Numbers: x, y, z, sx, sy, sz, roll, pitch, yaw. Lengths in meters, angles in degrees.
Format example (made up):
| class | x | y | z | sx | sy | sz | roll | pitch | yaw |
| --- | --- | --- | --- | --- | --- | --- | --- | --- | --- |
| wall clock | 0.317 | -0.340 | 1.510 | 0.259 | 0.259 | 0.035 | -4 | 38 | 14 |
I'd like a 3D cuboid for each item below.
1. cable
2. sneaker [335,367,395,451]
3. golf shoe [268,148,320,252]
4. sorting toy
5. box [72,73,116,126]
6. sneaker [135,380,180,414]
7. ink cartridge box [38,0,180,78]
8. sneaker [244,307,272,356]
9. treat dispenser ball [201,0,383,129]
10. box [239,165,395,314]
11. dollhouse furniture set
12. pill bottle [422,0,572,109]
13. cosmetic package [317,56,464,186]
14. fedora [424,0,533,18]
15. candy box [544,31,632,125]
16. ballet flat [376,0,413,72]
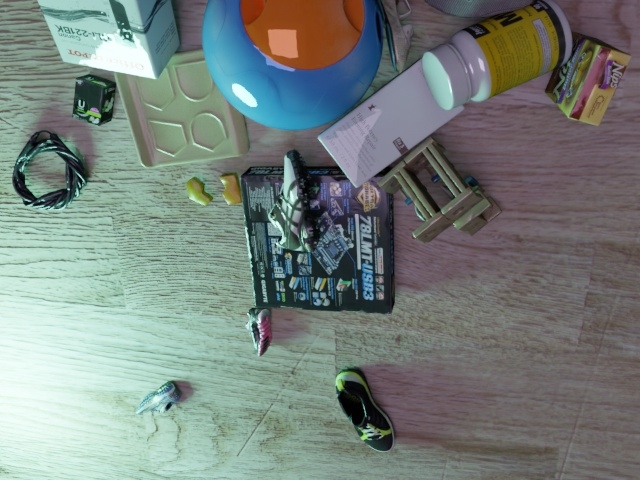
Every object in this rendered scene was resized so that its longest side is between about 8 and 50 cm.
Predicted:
| class | x | y | z | sx | sy | sz | roll | pitch | yaw |
| --- | --- | --- | --- | --- | --- | --- | --- | --- | --- |
| cable | -0.588 | -0.138 | 1.359 | 0.150 | 0.047 | 0.184 | 40 | 113 | -11 |
| sneaker | 0.089 | 0.396 | 1.401 | 0.084 | 0.097 | 0.234 | -24 | 106 | 22 |
| golf shoe | -0.059 | -0.069 | 1.169 | 0.094 | 0.077 | 0.198 | -3 | 110 | 15 |
| sorting toy | -0.258 | -0.214 | 1.251 | 0.229 | 0.041 | 0.307 | -7 | 112 | 11 |
| box | -0.451 | -0.281 | 1.255 | 0.062 | 0.052 | 0.083 | 19 | 115 | 3 |
| sneaker | -0.398 | 0.403 | 1.545 | 0.135 | 0.052 | 0.058 | -34 | 106 | 24 |
| ink cartridge box | -0.371 | -0.426 | 1.069 | 0.197 | 0.114 | 0.273 | 13 | 147 | 9 |
| sneaker | -0.142 | 0.202 | 1.405 | 0.057 | 0.047 | 0.119 | 13 | 113 | 24 |
| treat dispenser ball | -0.043 | -0.322 | 1.011 | 0.288 | 0.288 | 0.288 | 5 | 114 | 11 |
| box | 0.000 | 0.000 | 1.262 | 0.293 | 0.073 | 0.295 | 0 | 112 | 12 |
| dollhouse furniture set | 0.218 | -0.076 | 1.142 | 0.129 | 0.184 | 0.129 | -40 | 64 | 19 |
| pill bottle | 0.277 | -0.293 | 1.002 | 0.208 | 0.119 | 0.119 | -25 | 107 | -5 |
| cosmetic package | 0.120 | -0.207 | 1.102 | 0.231 | 0.085 | 0.117 | -37 | 99 | 8 |
| fedora | 0.247 | -0.425 | 0.957 | 0.275 | 0.243 | 0.124 | 11 | 145 | 15 |
| candy box | 0.413 | -0.258 | 0.987 | 0.053 | 0.186 | 0.109 | 17 | 115 | 2 |
| ballet flat | 0.130 | -0.364 | 1.050 | 0.052 | 0.057 | 0.168 | -14 | 80 | 6 |
